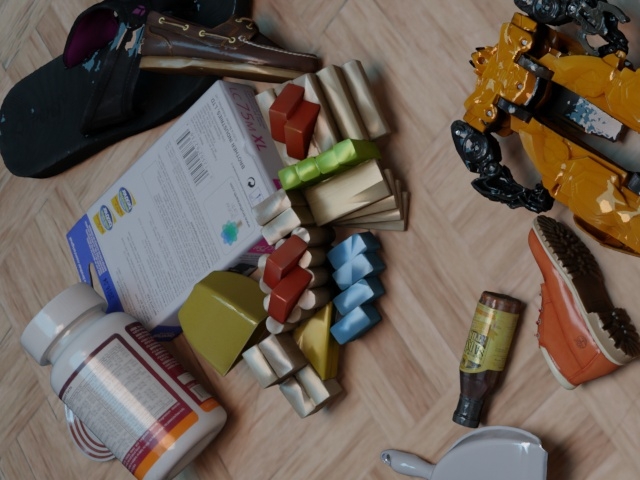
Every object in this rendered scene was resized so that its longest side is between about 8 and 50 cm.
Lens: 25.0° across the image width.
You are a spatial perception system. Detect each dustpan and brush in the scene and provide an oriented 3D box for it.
[{"bbox_3d":[0.130,0.231,1.360,0.211,0.060,0.147,9,105,36],"label":"dustpan and brush"}]

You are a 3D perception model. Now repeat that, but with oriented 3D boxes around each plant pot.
[{"bbox_3d":[-0.101,0.079,1.540,0.083,0.081,0.081,37,117,7],"label":"plant pot"}]

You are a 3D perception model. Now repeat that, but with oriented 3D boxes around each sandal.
[{"bbox_3d":[-0.257,-0.197,1.716,0.446,0.107,0.167,-31,67,34],"label":"sandal"}]

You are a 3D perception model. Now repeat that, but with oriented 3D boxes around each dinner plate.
[{"bbox_3d":[-0.259,0.194,1.736,0.141,0.017,0.141,-5,82,41],"label":"dinner plate"}]

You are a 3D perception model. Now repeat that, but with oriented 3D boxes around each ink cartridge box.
[{"bbox_3d":[-0.158,-0.015,1.637,0.311,0.065,0.186,-39,63,30],"label":"ink cartridge box"}]

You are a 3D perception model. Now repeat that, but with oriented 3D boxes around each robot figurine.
[{"bbox_3d":[0.244,-0.098,1.266,0.291,0.085,0.211,39,111,37],"label":"robot figurine"}]

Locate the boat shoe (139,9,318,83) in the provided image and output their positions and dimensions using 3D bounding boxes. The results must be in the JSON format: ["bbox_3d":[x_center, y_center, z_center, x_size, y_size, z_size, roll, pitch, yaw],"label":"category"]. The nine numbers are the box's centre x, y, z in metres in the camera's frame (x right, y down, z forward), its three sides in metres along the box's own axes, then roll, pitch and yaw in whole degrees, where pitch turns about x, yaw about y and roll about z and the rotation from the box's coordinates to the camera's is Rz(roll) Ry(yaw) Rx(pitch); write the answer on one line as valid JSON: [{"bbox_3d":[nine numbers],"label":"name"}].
[{"bbox_3d":[-0.100,-0.211,1.565,0.207,0.073,0.073,9,88,15],"label":"boat shoe"}]

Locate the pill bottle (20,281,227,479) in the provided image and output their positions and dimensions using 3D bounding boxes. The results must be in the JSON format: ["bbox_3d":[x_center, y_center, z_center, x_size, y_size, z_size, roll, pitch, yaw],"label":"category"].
[{"bbox_3d":[-0.217,0.156,1.583,0.221,0.121,0.121,44,117,9],"label":"pill bottle"}]

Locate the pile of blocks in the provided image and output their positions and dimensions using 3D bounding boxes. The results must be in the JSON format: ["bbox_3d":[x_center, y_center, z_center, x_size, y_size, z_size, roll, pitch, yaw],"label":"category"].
[{"bbox_3d":[0.000,0.000,1.429,0.149,0.112,0.362,1,93,20],"label":"pile of blocks"}]

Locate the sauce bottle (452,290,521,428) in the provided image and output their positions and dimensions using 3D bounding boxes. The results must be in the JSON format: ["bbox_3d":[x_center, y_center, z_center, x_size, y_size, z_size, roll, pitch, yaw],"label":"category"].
[{"bbox_3d":[0.153,0.112,1.354,0.042,0.042,0.128,19,97,42],"label":"sauce bottle"}]

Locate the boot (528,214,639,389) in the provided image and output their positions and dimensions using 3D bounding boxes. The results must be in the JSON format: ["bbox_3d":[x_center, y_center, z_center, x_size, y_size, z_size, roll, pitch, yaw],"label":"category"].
[{"bbox_3d":[0.214,0.056,1.297,0.084,0.059,0.158,-42,60,37],"label":"boot"}]
